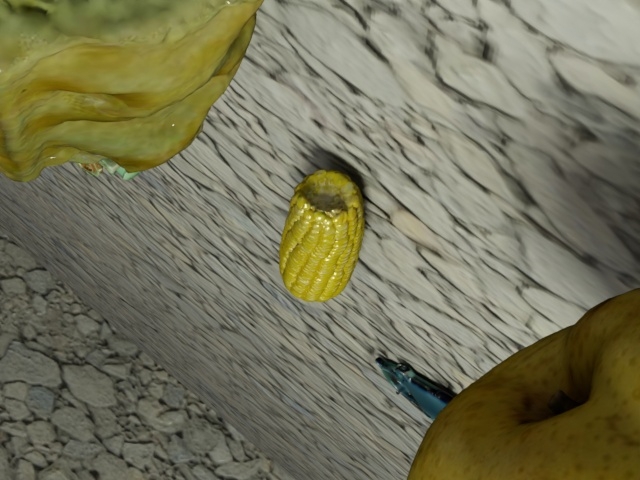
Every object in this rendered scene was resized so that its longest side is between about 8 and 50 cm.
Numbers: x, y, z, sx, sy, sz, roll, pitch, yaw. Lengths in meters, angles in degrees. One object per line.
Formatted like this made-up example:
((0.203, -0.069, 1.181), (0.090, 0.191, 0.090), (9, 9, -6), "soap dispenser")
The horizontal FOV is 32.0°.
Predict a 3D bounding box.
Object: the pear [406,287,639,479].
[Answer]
((0.195, 0.165, 0.493), (0.314, 0.314, 0.314), (38, 163, 13), "pear")

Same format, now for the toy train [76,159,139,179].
((-0.245, -0.142, 1.084), (0.194, 0.081, 0.125), (42, 160, 5), "toy train")

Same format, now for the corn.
((0.000, 0.000, 0.896), (0.067, 0.067, 0.206), (39, 163, 10), "corn")

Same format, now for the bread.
((-0.144, -0.151, 0.623), (0.238, 0.196, 0.252), (48, 161, -7), "bread")

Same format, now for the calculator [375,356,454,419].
((0.111, 0.161, 1.144), (0.141, 0.019, 0.094), (27, 158, 46), "calculator")
